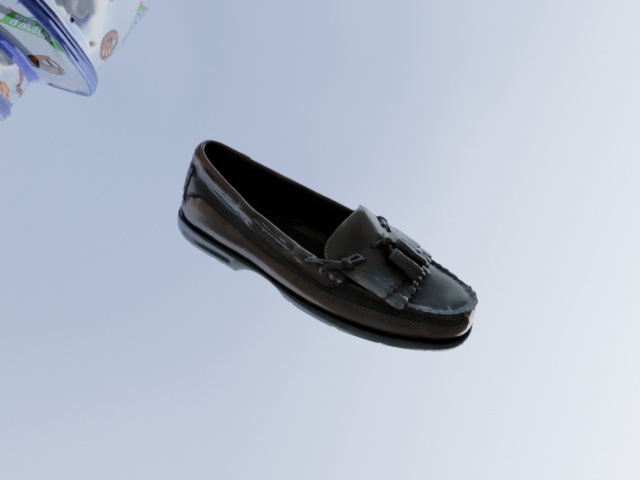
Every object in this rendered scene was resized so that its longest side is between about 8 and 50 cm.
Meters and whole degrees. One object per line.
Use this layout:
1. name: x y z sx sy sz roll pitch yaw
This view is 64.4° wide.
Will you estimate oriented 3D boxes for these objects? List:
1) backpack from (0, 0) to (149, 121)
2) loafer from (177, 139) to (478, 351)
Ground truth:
1. backpack: -0.286 -0.227 0.403 0.263 0.276 0.213 16 -101 19
2. loafer: 0.000 0.000 0.404 0.267 0.096 0.084 22 -54 14
